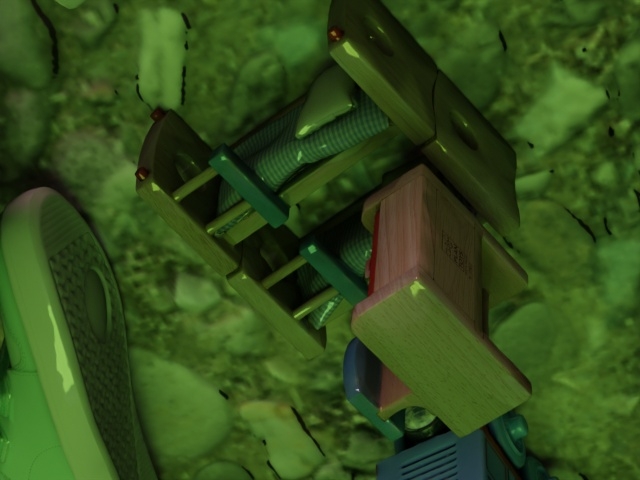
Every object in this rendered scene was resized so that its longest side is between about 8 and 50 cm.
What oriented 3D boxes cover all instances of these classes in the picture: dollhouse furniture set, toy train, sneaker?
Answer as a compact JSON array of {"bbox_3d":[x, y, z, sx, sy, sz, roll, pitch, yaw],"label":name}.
[{"bbox_3d":[0.000,0.000,0.734,0.129,0.184,0.129,-34,116,24],"label":"dollhouse furniture set"},{"bbox_3d":[0.095,0.163,0.887,0.080,0.105,0.184,-24,119,20],"label":"toy train"},{"bbox_3d":[-0.174,0.091,0.866,0.151,0.094,0.256,-1,123,9],"label":"sneaker"}]

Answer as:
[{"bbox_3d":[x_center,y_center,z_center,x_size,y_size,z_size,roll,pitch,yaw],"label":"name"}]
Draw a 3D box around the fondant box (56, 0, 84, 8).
[{"bbox_3d":[-0.063,-0.262,0.578,0.330,0.096,0.238,-36,132,24],"label":"fondant box"}]
